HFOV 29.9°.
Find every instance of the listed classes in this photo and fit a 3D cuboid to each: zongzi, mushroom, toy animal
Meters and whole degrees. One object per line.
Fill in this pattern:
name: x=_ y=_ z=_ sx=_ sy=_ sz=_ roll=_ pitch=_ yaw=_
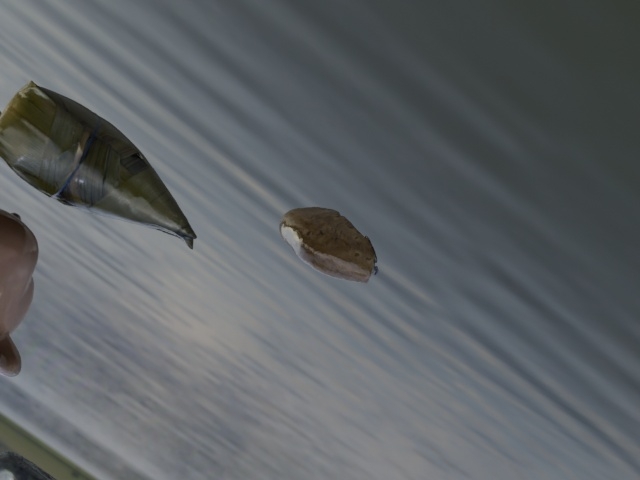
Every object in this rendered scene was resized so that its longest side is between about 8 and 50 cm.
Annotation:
zongzi: x=-0.280 y=-0.083 z=1.562 sx=0.289 sy=0.123 sz=0.260 roll=32 pitch=178 yaw=-6
mushroom: x=0.001 y=-0.001 z=1.815 sx=0.210 sy=0.094 sz=0.072 roll=43 pitch=138 yaw=52
toy animal: x=-0.506 y=0.046 z=1.521 sx=0.237 sy=0.326 sz=0.269 roll=11 pitch=122 yaw=38

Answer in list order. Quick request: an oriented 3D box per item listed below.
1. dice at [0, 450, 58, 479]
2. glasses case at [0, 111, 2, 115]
dice: x=-0.425 y=0.420 z=1.702 sx=0.181 sy=0.182 sz=0.183 roll=30 pitch=165 yaw=19
glasses case: x=-0.484 y=-0.107 z=1.628 sx=0.041 sy=0.064 sz=0.170 roll=45 pitch=127 yaw=15
